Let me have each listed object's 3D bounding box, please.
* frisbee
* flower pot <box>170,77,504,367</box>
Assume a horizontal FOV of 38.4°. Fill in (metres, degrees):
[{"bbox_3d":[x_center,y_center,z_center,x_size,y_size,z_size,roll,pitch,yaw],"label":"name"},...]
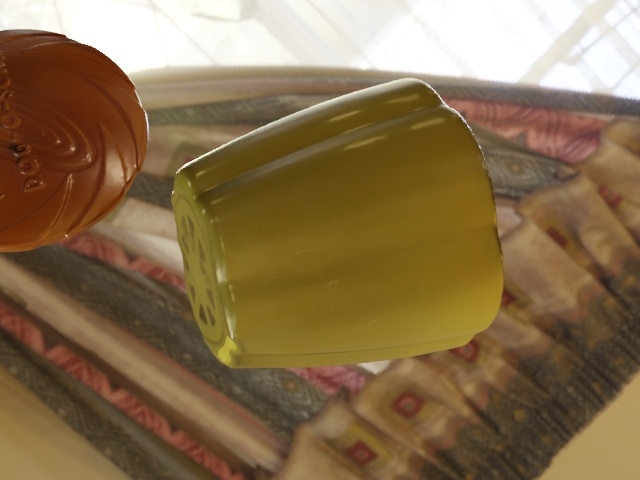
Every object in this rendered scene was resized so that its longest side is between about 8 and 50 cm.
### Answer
[{"bbox_3d":[-0.223,-0.083,0.669,0.192,0.192,0.035,-56,171,-27],"label":"frisbee"},{"bbox_3d":[0.000,0.000,0.629,0.179,0.195,0.195,-13,-170,-17],"label":"flower pot"}]
